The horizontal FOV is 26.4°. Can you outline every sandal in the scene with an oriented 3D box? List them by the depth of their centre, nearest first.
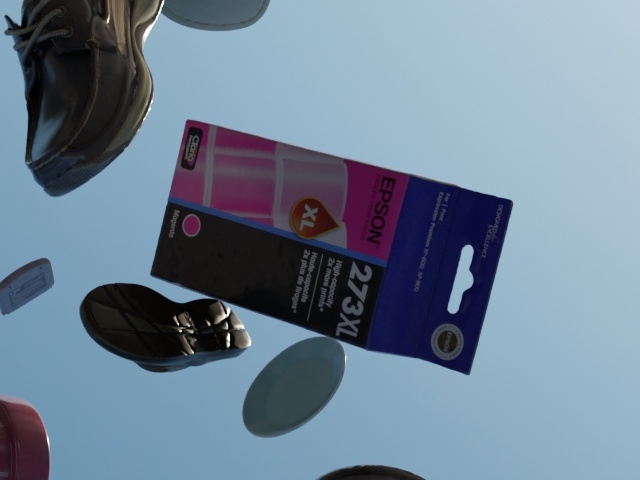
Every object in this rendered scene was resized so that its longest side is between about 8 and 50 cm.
[{"bbox_3d":[-0.158,0.094,1.366,0.219,0.060,0.090,5,-130,-56],"label":"sandal"}]

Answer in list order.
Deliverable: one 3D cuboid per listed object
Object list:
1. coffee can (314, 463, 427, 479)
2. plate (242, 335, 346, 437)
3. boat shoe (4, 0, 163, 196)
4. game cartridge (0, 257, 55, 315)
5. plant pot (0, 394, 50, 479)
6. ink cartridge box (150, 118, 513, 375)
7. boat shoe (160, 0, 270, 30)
[{"bbox_3d":[0.033,0.364,1.264,0.201,0.202,0.275,13,-157,6],"label":"coffee can"},{"bbox_3d":[-0.035,0.222,2.029,0.188,0.024,0.188,-28,-149,19],"label":"plate"},{"bbox_3d":[-0.242,-0.182,1.295,0.130,0.132,0.355,42,-152,-31],"label":"boat shoe"},{"bbox_3d":[-0.390,0.058,1.803,0.083,0.056,0.017,-34,-122,-29],"label":"game cartridge"},{"bbox_3d":[-0.476,0.292,1.754,0.180,0.201,0.201,12,-155,-43],"label":"plant pot"},{"bbox_3d":[0.000,0.000,1.369,0.371,0.176,0.069,16,-175,31],"label":"ink cartridge box"},{"bbox_3d":[-0.196,-0.327,1.542,0.302,0.114,0.091,20,-153,-31],"label":"boat shoe"}]
